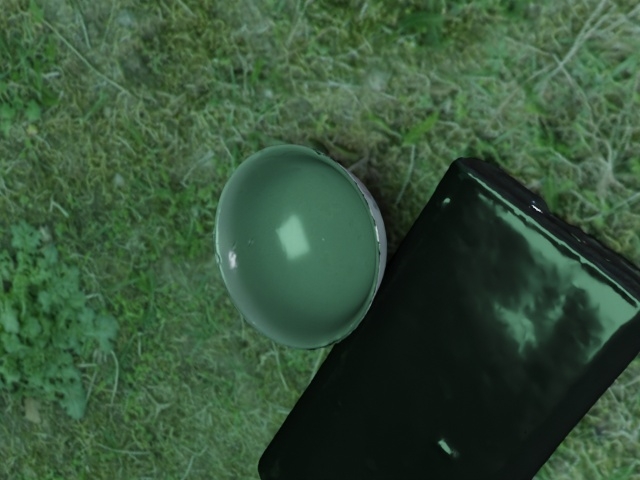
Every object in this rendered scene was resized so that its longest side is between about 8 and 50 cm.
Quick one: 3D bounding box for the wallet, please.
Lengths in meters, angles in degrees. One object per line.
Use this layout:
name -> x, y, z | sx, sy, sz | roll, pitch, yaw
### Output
wallet -> 0.117, 0.141, 1.241 | 0.228, 0.062, 0.406 | 39, 118, 12

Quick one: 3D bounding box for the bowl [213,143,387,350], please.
bowl -> 0.000, 0.000, 1.232 | 0.189, 0.086, 0.189 | 9, 104, 36
